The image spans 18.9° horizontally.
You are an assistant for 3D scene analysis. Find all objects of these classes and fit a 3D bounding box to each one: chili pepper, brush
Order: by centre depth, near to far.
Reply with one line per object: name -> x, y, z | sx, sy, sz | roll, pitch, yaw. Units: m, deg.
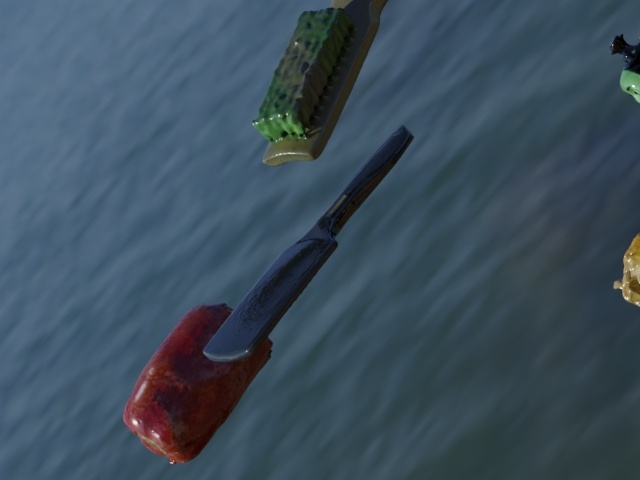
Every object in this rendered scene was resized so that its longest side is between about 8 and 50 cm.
brush -> 0.000, 0.000, 1.133 | 0.193, 0.016, 0.063 | -53, 22, -22
chili pepper -> -0.090, 0.105, 1.392 | 0.070, 0.073, 0.123 | 0, 45, 43
brush -> 0.018, -0.175, 1.436 | 0.054, 0.048, 0.282 | -2, 51, 36

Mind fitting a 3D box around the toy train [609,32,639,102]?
toy train -> 0.381, -0.228, 1.769 | 0.296, 0.160, 0.100 | -62, 3, -2

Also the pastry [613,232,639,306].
pastry -> 0.438, -0.007, 2.164 | 0.154, 0.102, 0.250 | 7, -53, -50
